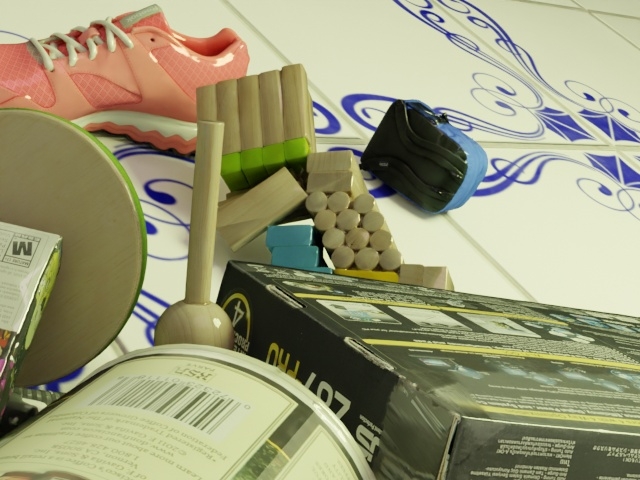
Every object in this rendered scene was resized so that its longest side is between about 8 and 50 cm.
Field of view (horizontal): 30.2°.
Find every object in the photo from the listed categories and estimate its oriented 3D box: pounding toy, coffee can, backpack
[{"bbox_3d":[-0.165,0.004,0.814,0.237,0.183,0.110,1,2,12],"label":"pounding toy"},{"bbox_3d":[-0.099,0.178,0.490,0.201,0.201,0.275,30,20,9],"label":"coffee can"},{"bbox_3d":[0.126,-0.092,1.311,0.120,0.098,0.101,39,27,26],"label":"backpack"}]

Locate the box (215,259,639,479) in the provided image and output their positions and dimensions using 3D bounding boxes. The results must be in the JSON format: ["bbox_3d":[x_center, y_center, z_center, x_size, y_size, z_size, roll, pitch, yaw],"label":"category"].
[{"bbox_3d":[0.159,0.113,0.796,0.395,0.097,0.318,9,8,-28],"label":"box"}]

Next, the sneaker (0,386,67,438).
[{"bbox_3d":[-0.110,0.135,0.765,0.234,0.078,0.106,20,25,-17],"label":"sneaker"}]

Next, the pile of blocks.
[{"bbox_3d":[0.000,0.000,1.076,0.362,0.149,0.112,56,-3,30],"label":"pile of blocks"}]

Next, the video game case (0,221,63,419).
[{"bbox_3d":[-0.288,0.057,0.673,0.232,0.042,0.210,12,48,-2],"label":"video game case"}]

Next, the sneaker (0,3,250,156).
[{"bbox_3d":[-0.207,-0.172,1.136,0.314,0.136,0.116,2,35,-36],"label":"sneaker"}]
